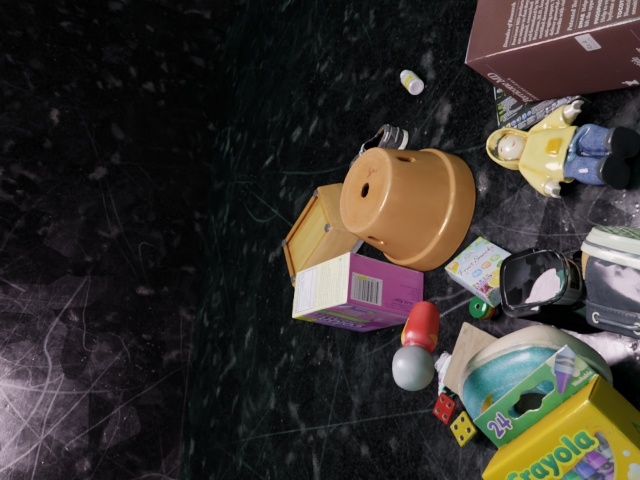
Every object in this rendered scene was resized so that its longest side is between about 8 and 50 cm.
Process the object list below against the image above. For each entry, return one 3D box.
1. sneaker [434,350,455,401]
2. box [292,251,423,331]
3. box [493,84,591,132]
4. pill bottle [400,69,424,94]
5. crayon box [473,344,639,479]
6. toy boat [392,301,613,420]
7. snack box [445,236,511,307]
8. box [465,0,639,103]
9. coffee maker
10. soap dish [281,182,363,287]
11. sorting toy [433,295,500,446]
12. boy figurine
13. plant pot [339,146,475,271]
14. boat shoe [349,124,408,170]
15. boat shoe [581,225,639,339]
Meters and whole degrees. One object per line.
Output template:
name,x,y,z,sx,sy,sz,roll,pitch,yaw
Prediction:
sneaker,0.256,0.278,1.199,0.069,0.038,0.098,-150,76,-72
box,0.085,0.132,1.383,0.243,0.213,0.117,-24,56,55
box,0.434,-0.307,1.156,0.190,0.045,0.184,-32,48,51
pill bottle,0.244,-0.428,1.558,0.043,0.043,0.083,-58,32,28
crayon box,0.363,0.324,0.743,0.323,0.083,0.203,46,124,16
toy boat,0.265,0.220,0.912,0.268,0.318,0.148,117,177,-49
snack box,0.325,0.059,1.132,0.100,0.037,0.141,-40,30,-4
box,0.449,-0.342,0.934,0.381,0.191,0.143,7,80,54
coffee maker,0.372,0.092,0.925,0.171,0.178,0.120,-51,35,36
soap dish,0.000,0.000,1.706,0.291,0.118,0.229,-56,33,32
sorting toy,0.307,0.251,1.103,0.132,0.046,0.275,26,99,61
boy figurine,0.427,-0.169,1.054,0.285,0.092,0.177,27,103,58
plant pot,0.180,-0.089,1.338,0.291,0.203,0.291,-36,47,50
boat shoe,0.144,-0.253,1.617,0.233,0.079,0.084,-32,51,53
boat shoe,0.520,0.108,0.646,0.500,0.186,0.156,24,111,54
